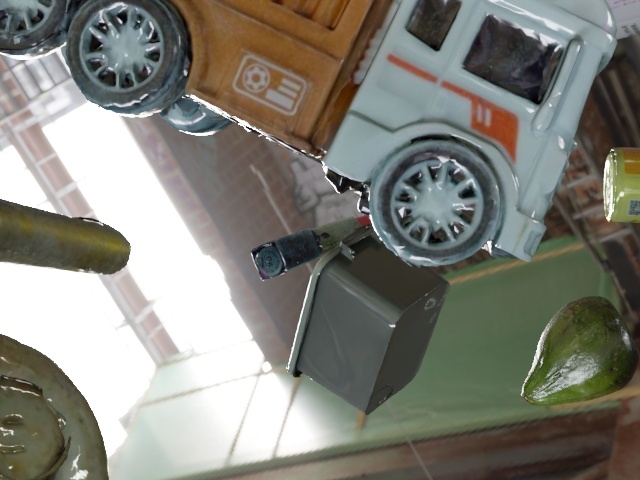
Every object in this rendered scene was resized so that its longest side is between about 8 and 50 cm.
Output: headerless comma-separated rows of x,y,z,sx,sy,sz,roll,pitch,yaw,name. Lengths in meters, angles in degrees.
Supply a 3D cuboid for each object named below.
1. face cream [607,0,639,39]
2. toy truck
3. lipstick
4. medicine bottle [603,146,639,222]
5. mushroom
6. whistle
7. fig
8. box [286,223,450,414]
0.215,-0.255,0.896,0.370,0.145,0.145,-10,-157,30,face cream
-0.013,-0.112,0.428,0.162,0.305,0.136,-63,175,5,toy truck
0.000,0.000,1.397,0.051,0.051,0.312,-25,178,31,lipstick
0.552,-0.081,1.335,0.239,0.124,0.124,1,-159,9,medicine bottle
-0.394,0.252,0.984,0.260,0.352,0.352,-36,-170,27,mushroom
-0.272,-0.011,0.724,0.068,0.057,0.326,2,174,23,whistle
0.318,0.149,1.122,0.156,0.123,0.123,-32,-166,8,fig
0.068,0.113,1.217,0.135,0.243,0.163,35,-139,25,box
